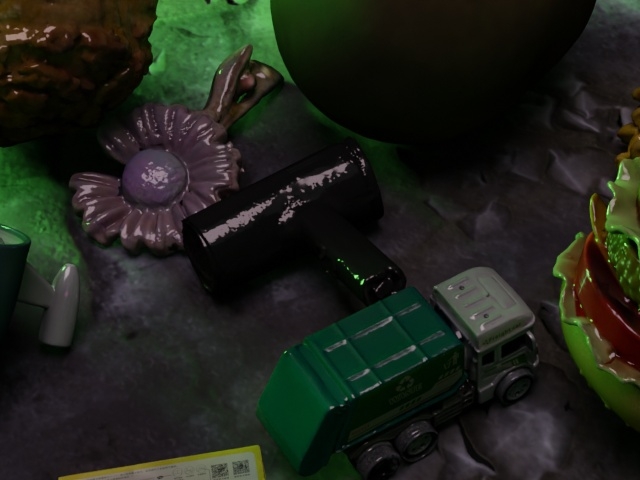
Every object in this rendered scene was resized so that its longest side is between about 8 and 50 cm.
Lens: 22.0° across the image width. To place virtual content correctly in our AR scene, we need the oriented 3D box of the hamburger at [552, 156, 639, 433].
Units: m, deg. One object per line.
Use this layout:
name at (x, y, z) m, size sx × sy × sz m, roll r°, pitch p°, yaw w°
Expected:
hamburger at (0.327, 0.063, 1.390) m, size 0.274 × 0.212 × 0.274 m, roll 20°, pitch 37°, yaw -16°

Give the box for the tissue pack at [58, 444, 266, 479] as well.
tissue pack at (-0.128, 0.239, 1.387) m, size 0.176 × 0.062 × 0.095 m, roll -10°, pitch 44°, yaw -3°

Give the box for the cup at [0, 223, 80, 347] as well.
cup at (-0.355, 0.065, 1.480) m, size 0.299 × 0.173 × 0.167 m, roll 10°, pitch 6°, yaw -35°

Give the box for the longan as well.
longan at (0.114, -0.272, 1.680) m, size 0.361 × 0.361 × 0.361 m, roll -3°, pitch 46°, yaw 3°

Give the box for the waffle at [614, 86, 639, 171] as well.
waffle at (0.426, -0.083, 1.637) m, size 0.260 × 0.069 × 0.293 m, roll -5°, pitch 45°, yaw -1°

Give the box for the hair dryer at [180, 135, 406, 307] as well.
hair dryer at (0.000, 0.000, 1.542) m, size 0.197 × 0.089 × 0.251 m, roll -25°, pitch 28°, yaw -17°

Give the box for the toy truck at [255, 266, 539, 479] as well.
toy truck at (0.071, 0.117, 1.446) m, size 0.253 × 0.124 × 0.114 m, roll -27°, pitch 53°, yaw -17°

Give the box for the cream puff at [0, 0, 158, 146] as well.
cream puff at (-0.335, -0.209, 1.686) m, size 0.343 × 0.231 × 0.327 m, roll -7°, pitch 7°, yaw -33°

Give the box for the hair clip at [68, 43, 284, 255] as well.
hair clip at (-0.131, -0.108, 1.711) m, size 0.173 × 0.069 × 0.300 m, roll 18°, pitch 51°, yaw 21°
